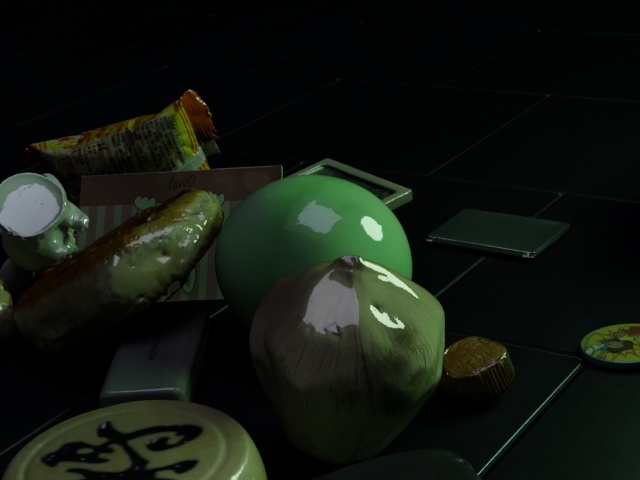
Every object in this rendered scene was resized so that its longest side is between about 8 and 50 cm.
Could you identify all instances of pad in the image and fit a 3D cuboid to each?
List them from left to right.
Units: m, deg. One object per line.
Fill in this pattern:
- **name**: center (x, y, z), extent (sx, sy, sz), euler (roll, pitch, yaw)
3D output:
- **pad**: center (-0.202, -0.008, 1.779), extent (0.300, 0.202, 0.005), euler (-2, -20, 8)

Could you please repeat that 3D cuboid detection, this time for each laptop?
- **laptop**: center (0.258, -0.010, 1.846), extent (0.180, 0.016, 0.129), euler (11, 27, 35)

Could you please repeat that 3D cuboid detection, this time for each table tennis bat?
- **table tennis bat**: center (0.383, 0.122, 1.483), extent (0.155, 0.019, 0.100), euler (-4, 21, 10)

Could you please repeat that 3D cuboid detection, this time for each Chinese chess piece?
- **Chinese chess piece**: center (-0.177, 0.250, 1.198), extent (0.257, 0.104, 0.257), euler (-4, 21, 2)

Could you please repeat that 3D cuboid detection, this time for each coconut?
- **coconut**: center (0.027, 0.115, 1.321), extent (0.224, 0.224, 0.224), euler (-5, 22, 2)

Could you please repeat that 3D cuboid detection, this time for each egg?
- **egg**: center (-0.012, 0.028, 1.546), extent (0.220, 0.220, 0.270), euler (-21, 25, -33)

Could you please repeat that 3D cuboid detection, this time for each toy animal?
- **toy animal**: center (-0.396, 0.013, 1.771), extent (0.131, 0.221, 0.103), euler (13, 56, -4)

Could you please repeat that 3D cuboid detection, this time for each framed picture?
- **framed picture**: center (-0.053, -0.034, 1.922), extent (0.324, 0.020, 0.240), euler (-27, 28, -23)

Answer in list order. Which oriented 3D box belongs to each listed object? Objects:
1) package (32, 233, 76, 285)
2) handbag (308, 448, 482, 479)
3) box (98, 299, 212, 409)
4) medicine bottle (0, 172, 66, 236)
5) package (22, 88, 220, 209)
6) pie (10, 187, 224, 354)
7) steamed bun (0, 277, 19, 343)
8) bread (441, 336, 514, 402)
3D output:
- **package**: center (-0.394, 0.037, 1.894), extent (0.083, 0.022, 0.200), euler (-10, 24, -8)
- **handbag**: center (0.094, 0.286, 1.075), extent (0.192, 0.075, 0.332), euler (-12, 24, -15)
- **box**: center (-0.195, 0.147, 1.524), extent (0.103, 0.055, 0.243), euler (-4, 21, 4)
- **medicine bottle**: center (-0.530, -0.048, 2.062), extent (0.219, 0.078, 0.115), euler (-16, 25, -25)
- **package**: center (-0.273, -0.090, 1.894), extent (0.288, 0.223, 0.108), euler (-13, 41, 16)
- **pie**: center (-0.256, 0.029, 1.635), extent (0.315, 0.092, 0.315), euler (-32, 13, 8)
- **steamed bun**: center (-0.546, 0.088, 1.661), extent (0.292, 0.137, 0.295), euler (-4, 24, 13)
- **bread**: center (0.175, 0.150, 1.423), extent (0.085, 0.053, 0.085), euler (-14, 27, 8)
